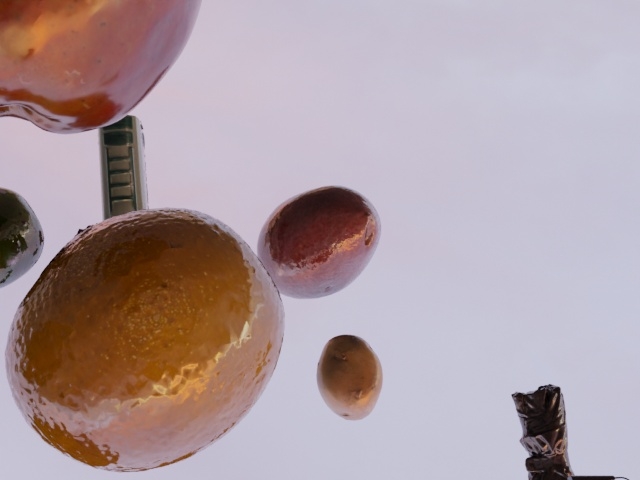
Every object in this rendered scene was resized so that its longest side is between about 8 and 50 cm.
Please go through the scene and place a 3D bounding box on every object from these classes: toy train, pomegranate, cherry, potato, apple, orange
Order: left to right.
[{"bbox_3d":[-0.333,-0.018,0.626,0.115,0.142,0.114,7,-138,-6],"label":"pomegranate"},{"bbox_3d":[-0.198,-0.191,0.435,0.234,0.233,0.233,-1,-134,1],"label":"apple"},{"bbox_3d":[-0.355,-0.034,1.179,0.087,0.088,0.406,-4,-108,-15],"label":"toy train"},{"bbox_3d":[-0.145,0.082,0.560,0.237,0.236,0.236,-1,-134,1],"label":"orange"},{"bbox_3d":[0.000,0.000,1.342,0.261,0.307,0.221,-21,-102,-42],"label":"cherry"},{"bbox_3d":[0.047,0.233,1.088,0.112,0.112,0.146,-7,-99,-5],"label":"potato"}]

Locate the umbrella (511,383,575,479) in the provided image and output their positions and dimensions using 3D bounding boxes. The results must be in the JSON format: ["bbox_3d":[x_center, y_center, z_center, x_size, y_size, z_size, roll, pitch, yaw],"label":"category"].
[{"bbox_3d":[0.298,0.304,0.819,0.066,0.059,0.235,-12,-96,14],"label":"umbrella"}]

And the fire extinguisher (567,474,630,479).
[{"bbox_3d":[0.298,0.267,0.682,0.101,0.032,0.046,-10,-164,-12],"label":"fire extinguisher"}]
